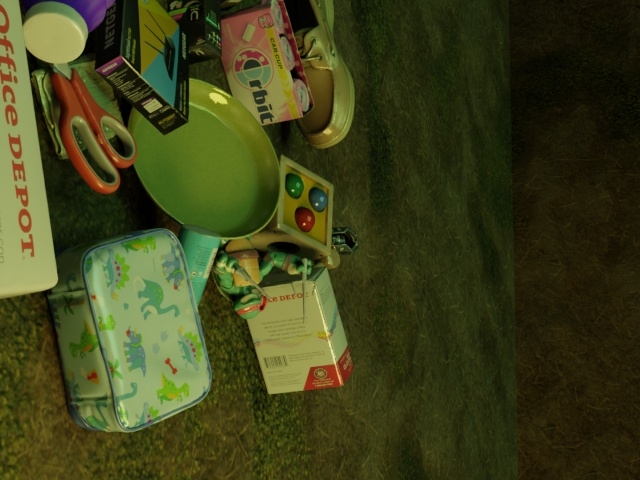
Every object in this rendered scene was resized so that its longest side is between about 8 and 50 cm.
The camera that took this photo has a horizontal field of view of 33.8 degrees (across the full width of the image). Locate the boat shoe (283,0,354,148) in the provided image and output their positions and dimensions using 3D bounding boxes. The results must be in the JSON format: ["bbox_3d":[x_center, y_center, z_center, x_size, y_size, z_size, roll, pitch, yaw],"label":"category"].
[{"bbox_3d":[-0.029,-0.322,1.827,0.110,0.122,0.341,27,47,-58],"label":"boat shoe"}]

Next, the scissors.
[{"bbox_3d":[-0.296,-0.192,1.185,0.297,0.021,0.109,62,32,-16],"label":"scissors"}]

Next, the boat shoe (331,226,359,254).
[{"bbox_3d":[0.000,0.000,1.802,0.183,0.083,0.065,-4,85,-67],"label":"boat shoe"}]

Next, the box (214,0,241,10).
[{"bbox_3d":[-0.139,-0.476,1.592,0.037,0.136,0.225,-8,89,-30],"label":"box"}]

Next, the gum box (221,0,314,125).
[{"bbox_3d":[-0.092,-0.281,1.656,0.062,0.107,0.188,-53,130,-60],"label":"gum box"}]

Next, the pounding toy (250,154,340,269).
[{"bbox_3d":[-0.023,-0.009,1.668,0.206,0.094,0.181,28,55,-43],"label":"pounding toy"}]

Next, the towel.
[{"bbox_3d":[-0.285,-0.162,1.253,0.148,0.027,0.110,-44,123,-63],"label":"towel"}]

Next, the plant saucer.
[{"bbox_3d":[-0.160,-0.105,1.412,0.241,0.037,0.241,20,54,-31],"label":"plant saucer"}]

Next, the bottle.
[{"bbox_3d":[-0.279,-0.312,1.188,0.118,0.092,0.282,63,19,-45],"label":"bottle"}]

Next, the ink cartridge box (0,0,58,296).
[{"bbox_3d":[-0.392,-0.081,0.783,0.395,0.166,0.285,-4,86,-68],"label":"ink cartridge box"}]

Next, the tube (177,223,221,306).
[{"bbox_3d":[-0.178,0.084,1.320,0.080,0.052,0.207,5,104,-61],"label":"tube"}]

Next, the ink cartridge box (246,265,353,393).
[{"bbox_3d":[-0.035,0.137,1.609,0.072,0.127,0.175,-46,125,-64],"label":"ink cartridge box"}]

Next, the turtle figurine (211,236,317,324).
[{"bbox_3d":[-0.109,0.023,1.487,0.175,0.118,0.234,-9,80,-57],"label":"turtle figurine"}]

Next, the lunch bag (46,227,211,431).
[{"bbox_3d":[-0.216,0.101,1.206,0.176,0.090,0.219,-20,100,-52],"label":"lunch bag"}]

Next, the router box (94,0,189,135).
[{"bbox_3d":[-0.223,-0.239,1.337,0.133,0.046,0.179,44,28,-42],"label":"router box"}]

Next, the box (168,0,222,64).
[{"bbox_3d":[-0.180,-0.304,1.511,0.052,0.062,0.083,29,56,-64],"label":"box"}]
